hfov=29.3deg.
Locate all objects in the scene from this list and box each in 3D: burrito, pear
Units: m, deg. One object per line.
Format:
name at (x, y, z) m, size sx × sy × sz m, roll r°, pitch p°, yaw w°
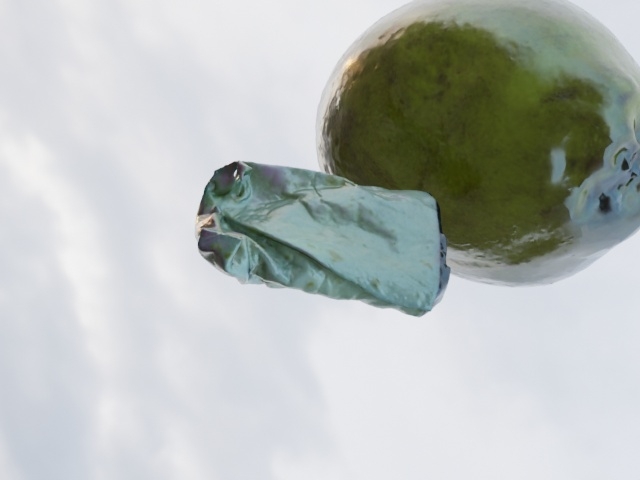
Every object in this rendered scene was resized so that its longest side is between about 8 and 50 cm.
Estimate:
burrito at (0.000, 0.000, 1.109) m, size 0.089 × 0.229 × 0.143 m, roll 113°, pitch -17°, yaw -45°
pear at (0.182, -0.120, 1.349) m, size 0.413 × 0.352 × 0.351 m, roll 8°, pitch -68°, yaw 43°
